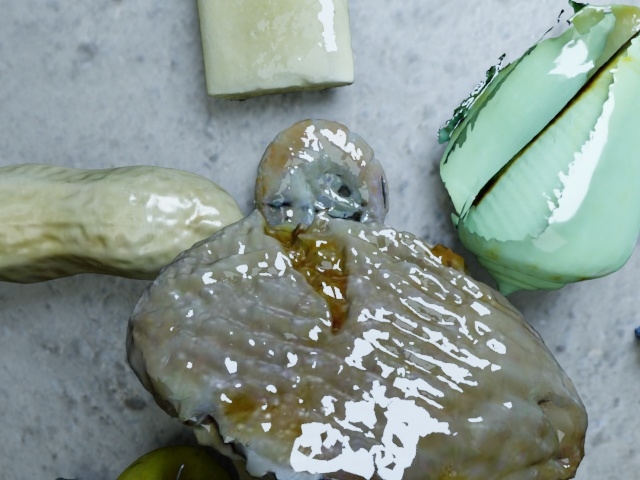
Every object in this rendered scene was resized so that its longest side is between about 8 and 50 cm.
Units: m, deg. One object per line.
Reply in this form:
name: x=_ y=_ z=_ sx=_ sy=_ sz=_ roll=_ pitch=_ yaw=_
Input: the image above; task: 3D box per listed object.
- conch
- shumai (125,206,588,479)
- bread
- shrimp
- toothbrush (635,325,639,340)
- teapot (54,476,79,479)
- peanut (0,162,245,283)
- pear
conch: x=0.178 y=-0.079 z=0.438 sx=0.137 sy=0.143 sz=0.250 roll=6 pitch=89 yaw=-33
shumai: x=0.023 y=0.145 z=0.480 sx=0.346 sy=0.217 sz=0.283 roll=10 pitch=143 yaw=9
bread: x=-0.042 y=-0.217 z=0.482 sx=0.139 sy=0.060 sz=0.178 roll=-1 pitch=99 yaw=11
shrimp: x=0.000 y=0.000 z=0.522 sx=0.126 sy=0.047 sz=0.223 roll=2 pitch=99 yaw=0
toothbrush: x=0.431 y=-0.046 z=0.437 sx=0.418 sy=0.040 sz=0.042 roll=-44 pitch=88 yaw=14
teapot: x=-0.255 y=0.315 z=0.607 sx=0.091 sy=0.124 sz=0.092 roll=11 pitch=63 yaw=0
peanut: x=-0.203 y=-0.013 z=0.515 sx=0.274 sy=0.125 sz=0.111 roll=2 pitch=87 yaw=3
pear: x=-0.145 y=0.290 z=0.540 sx=0.149 sy=0.149 sz=0.162 roll=10 pitch=96 yaw=8
